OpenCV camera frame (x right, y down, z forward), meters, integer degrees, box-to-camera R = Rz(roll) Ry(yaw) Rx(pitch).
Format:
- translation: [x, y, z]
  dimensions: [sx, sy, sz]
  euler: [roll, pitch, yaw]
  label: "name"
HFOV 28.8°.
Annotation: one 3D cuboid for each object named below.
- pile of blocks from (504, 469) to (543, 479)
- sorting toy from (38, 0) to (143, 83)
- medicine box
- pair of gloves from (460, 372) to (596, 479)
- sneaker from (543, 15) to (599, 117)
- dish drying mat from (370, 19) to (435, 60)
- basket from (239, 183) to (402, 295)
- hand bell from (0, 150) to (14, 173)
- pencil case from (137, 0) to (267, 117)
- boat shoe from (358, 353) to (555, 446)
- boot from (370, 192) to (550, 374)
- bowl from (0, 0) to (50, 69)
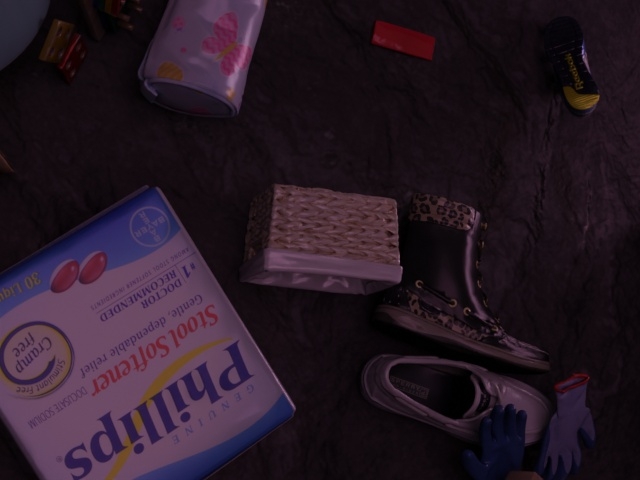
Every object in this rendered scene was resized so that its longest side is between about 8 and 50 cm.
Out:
- translation: [0.245, 0.448, 1.468]
  dimensions: [0.149, 0.113, 0.362]
  euler: [-3, 87, -39]
  label: "pile of blocks"
- translation: [-0.221, -0.292, 1.386]
  dimensions: [0.046, 0.132, 0.274]
  euler: [25, 74, 7]
  label: "sorting toy"
- translation: [-0.220, 0.135, 1.320]
  dimensions: [0.263, 0.149, 0.289]
  euler: [-33, 93, -20]
  label: "medicine box"
- translation: [0.250, 0.245, 1.489]
  dimensions: [0.198, 0.023, 0.159]
  euler: [-16, 121, -24]
  label: "pair of gloves"
- translation: [0.324, -0.223, 1.618]
  dimensions: [0.053, 0.059, 0.144]
  euler: [-12, 68, 10]
  label: "sneaker"
- translation: [0.104, -0.251, 1.564]
  dimensions: [0.083, 0.008, 0.032]
  euler: [14, 79, -18]
  label: "dish drying mat"
- translation: [0.000, 0.000, 1.436]
  dimensions: [0.167, 0.113, 0.103]
  euler: [6, 78, -19]
  label: "basket"
- translation: [-0.458, -0.053, 1.306]
  dimensions: [0.242, 0.126, 0.126]
  euler: [-37, 95, -7]
  label: "hand bell"
- translation: [-0.123, -0.278, 1.431]
  dimensions: [0.124, 0.113, 0.273]
  euler: [18, 77, -31]
  label: "pencil case"
- translation: [0.175, 0.194, 1.483]
  dimensions: [0.258, 0.084, 0.095]
  euler: [12, 78, -17]
  label: "boat shoe"
- translation: [0.188, 0.057, 1.509]
  dimensions: [0.236, 0.085, 0.178]
  euler: [20, 73, -16]
  label: "boot"
- translation: [-0.430, -0.311, 1.250]
  dimensions: [0.312, 0.163, 0.311]
  euler: [5, 60, -8]
  label: "bowl"
